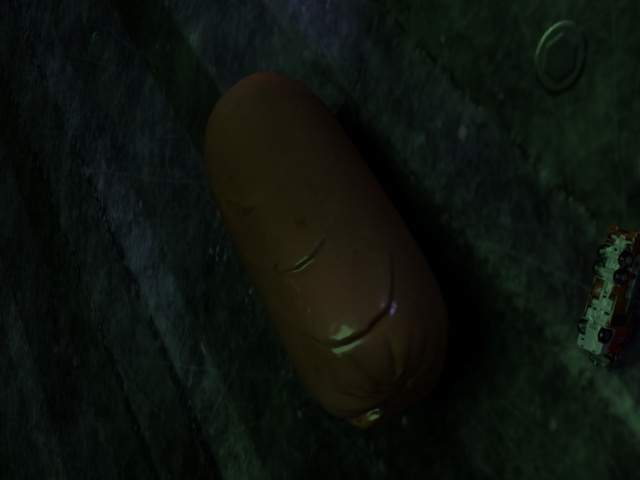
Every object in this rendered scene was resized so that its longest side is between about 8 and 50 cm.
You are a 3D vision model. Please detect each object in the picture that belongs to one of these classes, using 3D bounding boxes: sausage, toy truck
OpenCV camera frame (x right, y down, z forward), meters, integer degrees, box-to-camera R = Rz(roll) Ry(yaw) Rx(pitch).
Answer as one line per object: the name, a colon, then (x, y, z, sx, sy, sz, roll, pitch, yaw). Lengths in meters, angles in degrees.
sausage: (0.000, 0.001, 0.783, 0.121, 0.121, 0.304, -63, 37, 32)
toy truck: (0.165, 0.033, 0.595, 0.024, 0.032, 0.083, 25, 105, 53)
